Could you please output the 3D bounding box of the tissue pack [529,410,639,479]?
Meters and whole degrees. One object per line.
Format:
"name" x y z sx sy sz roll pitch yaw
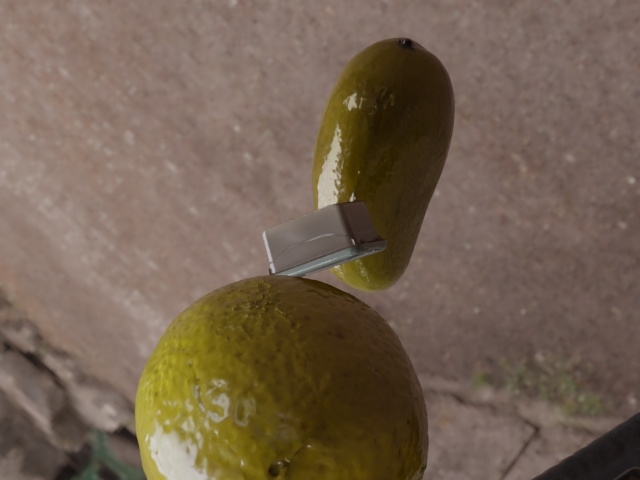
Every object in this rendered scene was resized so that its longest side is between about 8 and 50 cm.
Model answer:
"tissue pack" 0.354 0.295 1.426 0.259 0.361 0.122 42 136 30

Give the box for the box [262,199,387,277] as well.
"box" 0.000 0.000 1.596 0.122 0.089 0.062 -20 85 25

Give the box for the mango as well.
"mango" 0.069 -0.087 1.782 0.142 0.195 0.331 24 109 33

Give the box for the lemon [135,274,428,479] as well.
"lemon" -0.036 0.169 1.342 0.293 0.293 0.293 34 158 15
